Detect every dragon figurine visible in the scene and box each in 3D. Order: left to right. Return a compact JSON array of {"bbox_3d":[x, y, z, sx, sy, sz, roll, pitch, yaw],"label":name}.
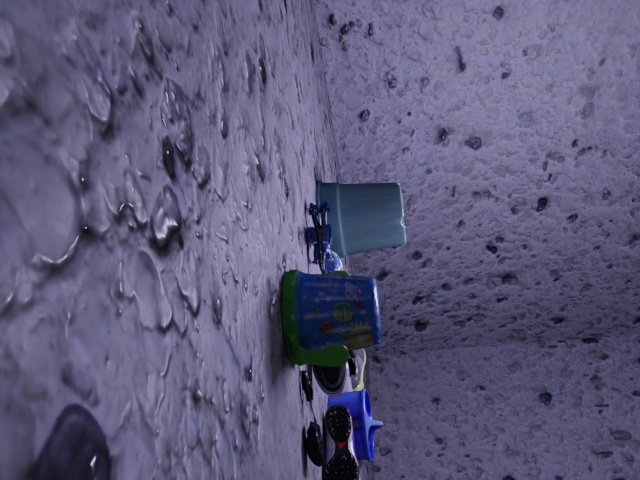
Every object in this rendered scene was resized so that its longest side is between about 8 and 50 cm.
[{"bbox_3d":[0.000,0.000,1.816,0.144,0.085,0.289,77,10,-46],"label":"dragon figurine"}]

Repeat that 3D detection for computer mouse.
[{"bbox_3d":[-0.030,0.455,1.434,0.071,0.041,0.242,52,27,-75],"label":"computer mouse"}]

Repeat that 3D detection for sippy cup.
[{"bbox_3d":[0.035,0.182,1.384,0.240,0.223,0.306,71,16,-61],"label":"sippy cup"}]

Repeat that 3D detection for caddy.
[{"bbox_3d":[0.134,0.658,1.985,0.341,0.179,0.242,66,18,-67],"label":"caddy"}]

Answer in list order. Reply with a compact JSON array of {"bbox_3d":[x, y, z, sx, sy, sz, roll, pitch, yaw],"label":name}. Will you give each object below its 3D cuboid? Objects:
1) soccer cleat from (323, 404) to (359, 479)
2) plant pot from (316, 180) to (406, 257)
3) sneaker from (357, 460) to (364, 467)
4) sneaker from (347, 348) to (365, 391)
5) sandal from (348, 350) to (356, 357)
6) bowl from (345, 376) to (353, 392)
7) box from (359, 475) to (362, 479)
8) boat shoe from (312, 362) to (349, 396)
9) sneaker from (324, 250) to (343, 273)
[{"bbox_3d":[0.062,0.670,1.712,0.117,0.108,0.318,83,3,-45],"label":"soccer cleat"},{"bbox_3d":[0.170,-0.093,2.274,0.341,0.333,0.342,-6,90,-82],"label":"plant pot"},{"bbox_3d":[0.128,0.798,2.221,0.121,0.079,0.217,-86,167,-57],"label":"sneaker"},{"bbox_3d":[0.138,0.528,2.440,0.300,0.110,0.121,-90,167,-52],"label":"sneaker"},{"bbox_3d":[0.117,0.349,2.315,0.120,0.086,0.303,20,-58,62],"label":"sandal"},{"bbox_3d":[0.107,0.639,2.257,0.142,0.053,0.142,-85,165,-67],"label":"bowl"},{"bbox_3d":[0.125,0.905,1.790,0.169,0.087,0.290,-71,139,-75],"label":"box"},{"bbox_3d":[0.017,0.298,1.630,0.102,0.108,0.302,68,15,-66],"label":"boat shoe"},{"bbox_3d":[0.048,0.143,2.115,0.081,0.080,0.211,58,25,-81],"label":"sneaker"}]
